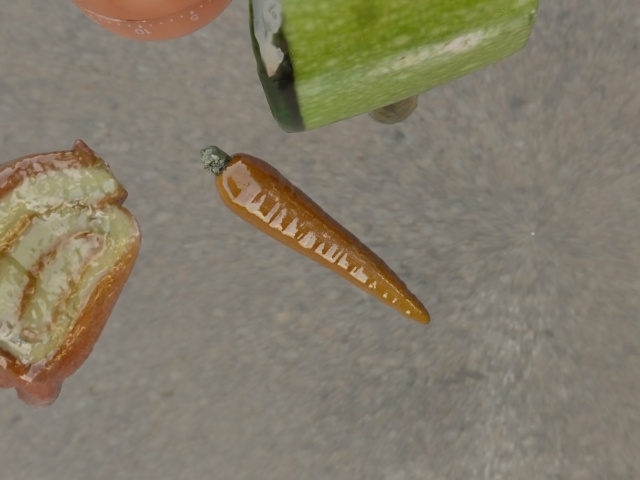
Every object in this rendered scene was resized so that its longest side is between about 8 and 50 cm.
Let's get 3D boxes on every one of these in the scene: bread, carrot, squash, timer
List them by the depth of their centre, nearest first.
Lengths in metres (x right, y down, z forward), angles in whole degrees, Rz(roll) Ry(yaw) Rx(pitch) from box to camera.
[{"bbox_3d":[0.026,-0.136,0.576,0.122,0.170,0.170,-6,89,-1],"label":"squash"},{"bbox_3d":[-0.266,0.018,1.209,0.190,0.123,0.244,32,78,-19],"label":"bread"},{"bbox_3d":[0.000,0.000,1.428,0.336,0.069,0.069,37,96,-18],"label":"carrot"},{"bbox_3d":[-0.190,-0.339,1.442,0.229,0.215,0.230,-1,77,6],"label":"timer"}]

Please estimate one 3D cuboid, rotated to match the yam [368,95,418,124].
[{"bbox_3d":[0.051,-0.198,1.294,0.067,0.317,0.071,20,78,18],"label":"yam"}]
